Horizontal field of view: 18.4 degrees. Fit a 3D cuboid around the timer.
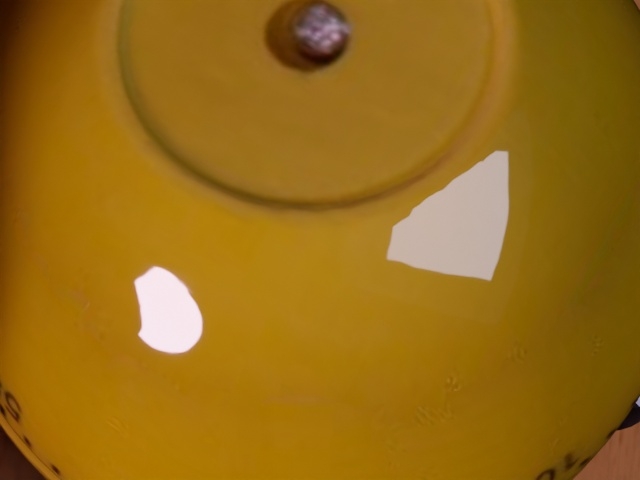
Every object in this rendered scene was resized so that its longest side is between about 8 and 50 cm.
[{"bbox_3d":[0.000,0.000,0.929,0.387,0.376,0.376,93,22,-67],"label":"timer"}]
